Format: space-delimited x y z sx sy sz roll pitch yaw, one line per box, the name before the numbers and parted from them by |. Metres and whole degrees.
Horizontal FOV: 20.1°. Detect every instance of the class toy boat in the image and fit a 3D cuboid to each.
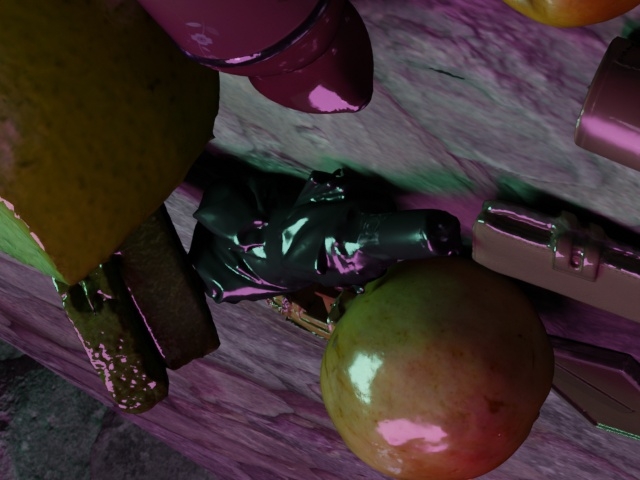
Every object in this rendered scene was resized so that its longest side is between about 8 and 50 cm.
toy boat | 0.033 0.059 1.648 0.206 0.064 0.072 16 143 32

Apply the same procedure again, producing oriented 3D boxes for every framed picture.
framed picture | 0.257 0.138 1.600 0.150 0.015 0.203 13 160 45

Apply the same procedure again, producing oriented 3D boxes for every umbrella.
umbrella | 0.000 0.000 1.411 0.118 0.118 0.340 35 163 -26

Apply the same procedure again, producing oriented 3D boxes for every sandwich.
sandwich | -0.171 0.002 1.557 0.212 0.109 0.292 45 -156 -77

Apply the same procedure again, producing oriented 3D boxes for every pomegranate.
pomegranate | 0.091 0.103 1.444 0.191 0.191 0.191 26 165 7

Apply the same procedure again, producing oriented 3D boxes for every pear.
pear | -0.241 -0.161 1.085 0.342 0.238 0.318 18 151 50

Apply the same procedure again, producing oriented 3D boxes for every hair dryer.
hair dryer | 0.190 -0.084 0.891 0.117 0.064 0.181 22 159 15

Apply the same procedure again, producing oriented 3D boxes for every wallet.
wallet | 0.181 0.014 1.271 0.153 0.038 0.118 22 167 8

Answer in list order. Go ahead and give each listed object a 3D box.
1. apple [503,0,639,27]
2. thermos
apple | 0.100 -0.145 0.747 0.114 0.102 0.099 34 165 -21
thermos | -0.078 -0.174 0.940 0.136 0.109 0.330 8 157 32
